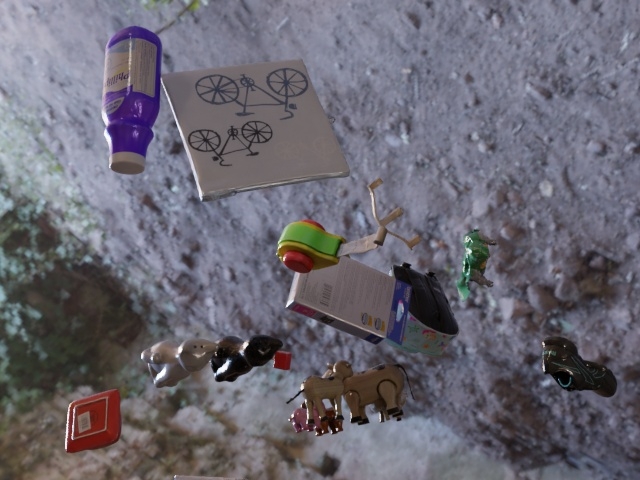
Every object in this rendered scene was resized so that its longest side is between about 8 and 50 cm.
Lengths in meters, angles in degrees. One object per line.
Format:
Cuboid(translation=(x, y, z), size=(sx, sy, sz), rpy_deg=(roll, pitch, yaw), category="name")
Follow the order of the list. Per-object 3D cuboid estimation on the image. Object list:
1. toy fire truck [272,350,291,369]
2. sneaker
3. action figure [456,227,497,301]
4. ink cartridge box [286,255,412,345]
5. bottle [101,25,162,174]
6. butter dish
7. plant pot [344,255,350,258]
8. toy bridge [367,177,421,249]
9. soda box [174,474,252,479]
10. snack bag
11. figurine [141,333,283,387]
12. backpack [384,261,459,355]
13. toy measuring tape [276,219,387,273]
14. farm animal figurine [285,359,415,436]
Cuboid(translation=(-0.189, 0.311, 2.097), size=(0.192, 0.047, 0.135), rpy_deg=(6, 180, 36), category="toy fire truck")
Cuboid(translation=(0.665, 0.353, 2.034), size=(0.267, 0.106, 0.101), rpy_deg=(34, 147, -20), category="sneaker")
Cuboid(translation=(0.261, 0.033, 1.308), size=(0.063, 0.137, 0.232), rpy_deg=(6, 175, 12), category="action figure")
Cuboid(translation=(0.078, 0.142, 1.995), size=(0.311, 0.186, 0.065), rpy_deg=(22, 145, -13), category="ink cartridge box")
Cuboid(translation=(-0.367, -0.269, 1.515), size=(0.118, 0.283, 0.092), rpy_deg=(-15, 158, 38), category="bottle")
Cuboid(translation=(-0.604, 0.512, 2.154), size=(0.159, 0.160, 0.118), rpy_deg=(-17, 141, 8), category="butter dish")
Cuboid(translation=(0.040, 0.057, 2.210), size=(0.083, 0.079, 0.083), rpy_deg=(17, 111, 54), category="plant pot")
Cuboid(translation=(0.165, -0.054, 1.846), size=(0.188, 0.063, 0.026), rpy_deg=(56, 175, -9), category="toy bridge")
Cuboid(translation=(-0.240, 0.581, 1.797), size=(0.216, 0.069, 0.074), rpy_deg=(-9, 153, 34), category="soda box")
Cuboid(translation=(-0.127, -0.231, 1.584), size=(0.037, 0.323, 0.343), rpy_deg=(109, 144, -53), category="snack bag")
Cuboid(translation=(-0.206, 0.218, 1.487), size=(0.214, 0.092, 0.209), rpy_deg=(1, 164, -33), category="figurine")
Cuboid(translation=(0.271, 0.214, 2.241), size=(0.225, 0.191, 0.254), rpy_deg=(21, -154, -29), category="backpack")
Cuboid(translation=(0.000, 0.000, 1.691), size=(0.121, 0.121, 0.330), rpy_deg=(46, 146, -19), category="toy measuring tape")
Cuboid(translation=(0.073, 0.385, 2.013), size=(0.326, 0.172, 0.330), rpy_deg=(-10, 160, -3), category="farm animal figurine")
